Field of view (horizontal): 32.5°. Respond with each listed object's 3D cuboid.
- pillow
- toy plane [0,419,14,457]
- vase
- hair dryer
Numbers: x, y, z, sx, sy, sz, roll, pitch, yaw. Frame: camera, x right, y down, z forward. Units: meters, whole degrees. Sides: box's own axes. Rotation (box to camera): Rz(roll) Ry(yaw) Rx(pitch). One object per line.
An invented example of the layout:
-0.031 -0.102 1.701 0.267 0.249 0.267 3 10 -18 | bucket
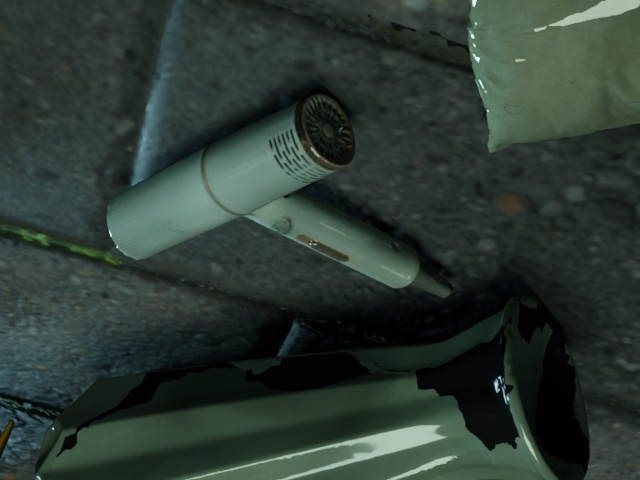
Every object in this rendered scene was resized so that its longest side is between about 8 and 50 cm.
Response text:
0.168 -0.099 0.424 0.229 0.050 0.148 -4 146 15 | pillow
-0.298 0.214 0.894 0.204 0.103 0.316 26 153 -3 | toy plane
-0.017 0.136 0.711 0.360 0.165 0.165 -18 136 29 | vase
-0.005 0.003 0.617 0.154 0.044 0.183 -20 137 38 | hair dryer
